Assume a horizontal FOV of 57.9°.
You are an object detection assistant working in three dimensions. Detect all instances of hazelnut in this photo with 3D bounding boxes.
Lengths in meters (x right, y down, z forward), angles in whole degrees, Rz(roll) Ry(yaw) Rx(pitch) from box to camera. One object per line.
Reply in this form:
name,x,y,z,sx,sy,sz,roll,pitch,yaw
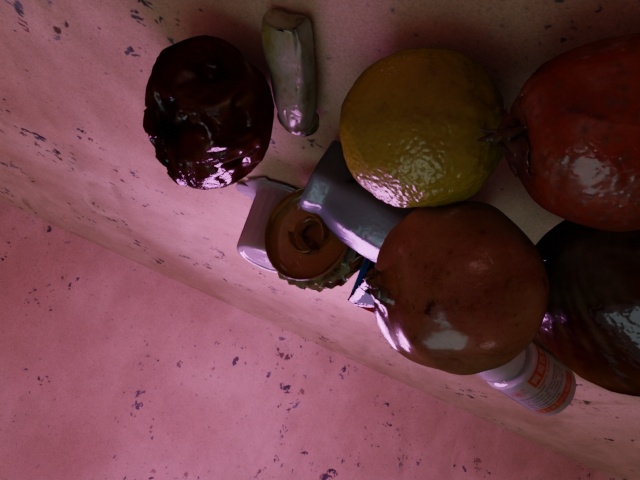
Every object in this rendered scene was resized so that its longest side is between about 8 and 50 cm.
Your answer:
hazelnut,0.602,0.082,1.050,0.402,0.401,0.429,31,165,-18

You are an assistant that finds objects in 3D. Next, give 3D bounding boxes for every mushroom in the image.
mushroom,-0.056,-0.317,1.148,0.100,0.081,0.312,14,155,10

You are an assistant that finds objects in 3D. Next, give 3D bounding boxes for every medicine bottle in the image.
medicine bottle,0.679,0.436,1.976,0.372,0.211,0.211,34,156,-24

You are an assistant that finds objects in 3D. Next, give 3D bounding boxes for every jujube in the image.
jujube,-0.237,-0.255,1.220,0.277,0.276,0.377,25,165,-4

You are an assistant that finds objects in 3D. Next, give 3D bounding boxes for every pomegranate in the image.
pomegranate,0.227,0.087,1.050,0.339,0.338,0.338,20,158,8

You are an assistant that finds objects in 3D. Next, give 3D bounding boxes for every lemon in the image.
lemon,0.165,-0.186,0.985,0.322,0.268,0.268,2,150,48

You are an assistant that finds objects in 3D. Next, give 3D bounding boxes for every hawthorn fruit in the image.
hawthorn fruit,0.373,-0.151,0.813,0.308,0.275,0.276,5,157,-1

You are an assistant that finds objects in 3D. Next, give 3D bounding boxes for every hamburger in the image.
hamburger,0.000,0.000,1.517,0.275,0.274,0.212,13,175,24

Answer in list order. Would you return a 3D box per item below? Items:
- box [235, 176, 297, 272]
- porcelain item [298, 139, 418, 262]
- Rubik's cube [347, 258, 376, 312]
box,-0.152,-0.038,1.707,0.292,0.206,0.262,20,157,2
porcelain item,0.165,-0.060,1.313,0.406,0.242,0.178,26,138,2
Rubik's cube,0.244,0.072,1.518,0.250,0.246,0.248,23,156,3
